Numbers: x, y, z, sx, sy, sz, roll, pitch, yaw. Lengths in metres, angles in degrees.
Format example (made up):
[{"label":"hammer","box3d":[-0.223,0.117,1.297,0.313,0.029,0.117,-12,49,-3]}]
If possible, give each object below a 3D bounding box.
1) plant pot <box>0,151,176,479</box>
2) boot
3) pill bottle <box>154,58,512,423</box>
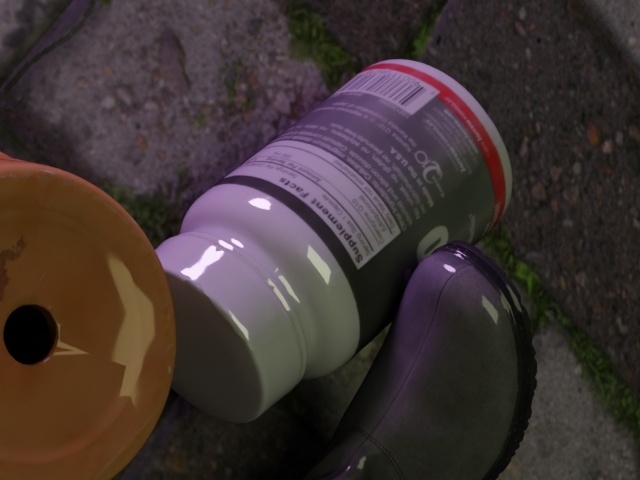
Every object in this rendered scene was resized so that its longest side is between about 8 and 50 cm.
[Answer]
[{"label":"plant pot","box3d":[-0.225,0.065,1.065,0.291,0.203,0.291,5,82,-38]},{"label":"boot","box3d":[0.018,0.172,1.208,0.222,0.118,0.338,-14,127,-41]},{"label":"pill bottle","box3d":[0.000,0.000,1.276,0.283,0.161,0.161,-40,109,-34]}]
